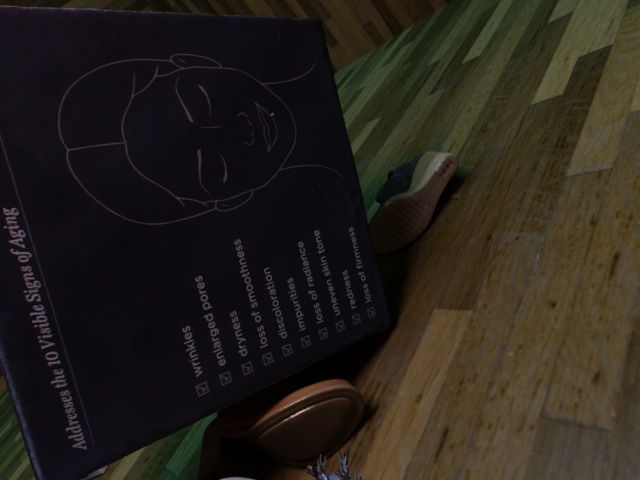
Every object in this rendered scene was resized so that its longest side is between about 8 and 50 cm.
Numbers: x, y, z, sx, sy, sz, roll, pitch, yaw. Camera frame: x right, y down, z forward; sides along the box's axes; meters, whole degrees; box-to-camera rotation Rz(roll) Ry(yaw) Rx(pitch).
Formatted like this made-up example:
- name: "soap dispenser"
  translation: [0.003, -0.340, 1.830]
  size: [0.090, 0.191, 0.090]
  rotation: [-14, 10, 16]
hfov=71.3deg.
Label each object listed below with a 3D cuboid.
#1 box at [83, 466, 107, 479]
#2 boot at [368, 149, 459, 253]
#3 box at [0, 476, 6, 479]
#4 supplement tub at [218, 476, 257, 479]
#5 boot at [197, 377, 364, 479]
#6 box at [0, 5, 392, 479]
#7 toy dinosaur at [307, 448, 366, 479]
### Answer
- name: "box"
  translation: [-0.520, 0.463, 0.994]
  size: [0.101, 0.087, 0.102]
  rotation: [-31, 26, 25]
- name: "boot"
  translation: [0.154, -0.074, 0.893]
  size: [0.248, 0.090, 0.207]
  rotation: [-47, 12, -7]
- name: "box"
  translation: [-0.651, 0.529, 0.709]
  size: [0.097, 0.395, 0.318]
  rotation: [-20, 33, 38]
- name: "supplement tub"
  translation: [-0.129, 0.351, 0.446]
  size: [0.272, 0.191, 0.191]
  rotation: [-28, 28, 31]
- name: "boot"
  translation: [-0.063, 0.237, 0.673]
  size: [0.283, 0.109, 0.220]
  rotation: [-43, 18, 17]
- name: "box"
  translation: [-0.206, -0.028, 0.636]
  size: [0.471, 0.480, 0.297]
  rotation: [-17, 6, -35]
- name: "toy dinosaur"
  translation: [0.012, 0.287, 0.527]
  size: [0.082, 0.047, 0.090]
  rotation: [-47, 27, 40]
